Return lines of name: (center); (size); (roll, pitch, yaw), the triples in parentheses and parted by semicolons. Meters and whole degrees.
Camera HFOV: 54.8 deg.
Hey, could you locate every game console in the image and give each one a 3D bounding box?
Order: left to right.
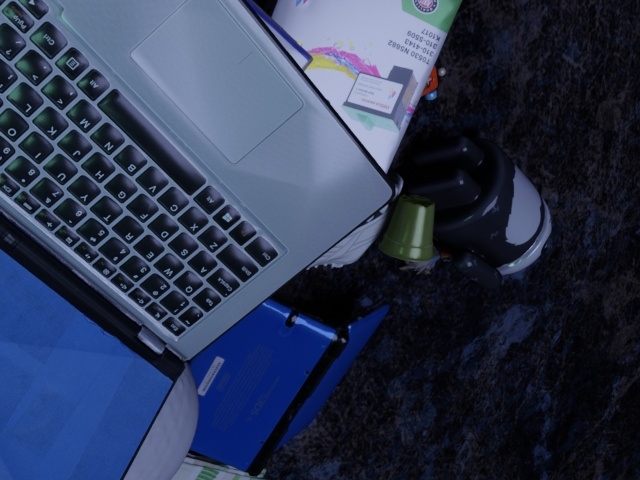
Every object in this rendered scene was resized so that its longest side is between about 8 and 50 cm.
game console: (-0.066, 0.189, 0.932); (0.250, 0.173, 0.293); (27, 113, -9)

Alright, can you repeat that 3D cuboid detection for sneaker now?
sneaker: (0.000, 0.000, 0.885); (0.292, 0.110, 0.118); (-26, 133, -22)

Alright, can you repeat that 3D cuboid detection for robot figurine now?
robot figurine: (0.255, -0.054, 0.982); (0.278, 0.173, 0.209); (34, 96, -39)

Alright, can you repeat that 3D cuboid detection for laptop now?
laptop: (-0.187, 0.001, 0.401); (0.408, 0.236, 0.382); (-39, 116, 9)

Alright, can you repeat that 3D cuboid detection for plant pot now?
plant pot: (0.131, -0.022, 0.885); (0.083, 0.083, 0.079); (-4, 114, -33)

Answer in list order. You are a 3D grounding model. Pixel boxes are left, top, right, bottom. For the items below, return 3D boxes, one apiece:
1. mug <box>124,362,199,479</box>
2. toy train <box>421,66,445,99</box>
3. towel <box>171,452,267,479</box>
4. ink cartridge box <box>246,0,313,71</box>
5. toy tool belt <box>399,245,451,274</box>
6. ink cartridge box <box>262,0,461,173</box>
mug: (-0.302, 0.192, 0.611); (0.328, 0.276, 0.374); (41, 43, -43)
toy train: (0.111, -0.264, 0.871); (0.125, 0.046, 0.166); (-37, 128, -22)
towel: (-0.255, 0.425, 0.951); (0.325, 0.038, 0.248); (34, 92, -42)
ink cartridge box: (-0.219, -0.163, 0.614); (0.304, 0.072, 0.307); (40, 85, -17)
toy tool belt: (0.178, 0.033, 1.060); (0.083, 0.052, 0.051); (-3, 144, -30)
ink cartridge box: (0.020, -0.215, 0.746); (0.201, 0.117, 0.278); (19, 101, -18)
